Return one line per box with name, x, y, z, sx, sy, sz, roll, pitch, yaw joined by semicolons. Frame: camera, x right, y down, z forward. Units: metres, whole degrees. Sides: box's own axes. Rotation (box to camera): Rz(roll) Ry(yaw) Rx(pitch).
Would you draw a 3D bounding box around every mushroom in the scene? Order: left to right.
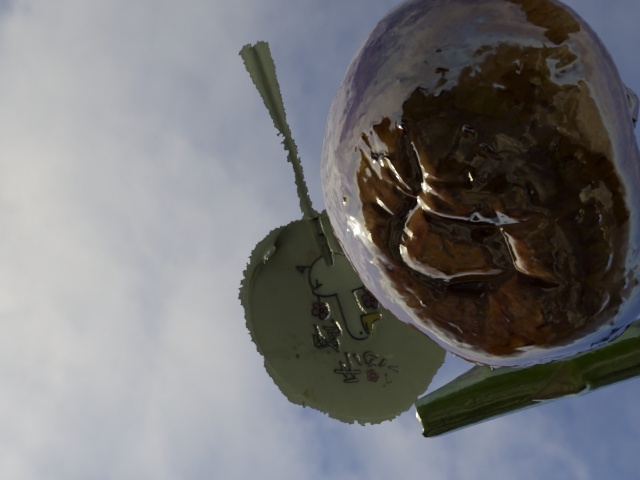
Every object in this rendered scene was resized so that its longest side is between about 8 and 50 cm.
mushroom;0.085;-0.022;0.539;0.194;0.138;0.231;-18;-72;25

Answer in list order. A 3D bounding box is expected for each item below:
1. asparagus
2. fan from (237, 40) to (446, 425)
asparagus;0.154;0.100;0.692;0.179;0.045;0.041;-19;-36;9
fan;0.000;0.000;0.974;0.233;0.012;0.414;-9;-76;27
